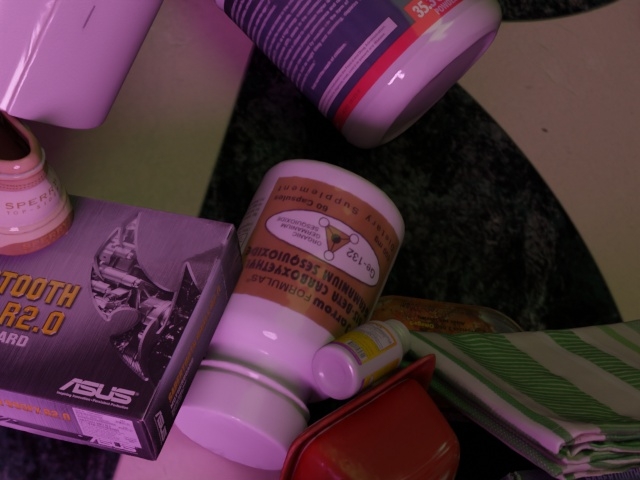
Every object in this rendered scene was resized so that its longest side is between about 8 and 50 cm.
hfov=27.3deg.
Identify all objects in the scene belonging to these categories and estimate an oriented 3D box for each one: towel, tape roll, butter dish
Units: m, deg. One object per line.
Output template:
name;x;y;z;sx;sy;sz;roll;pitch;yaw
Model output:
towel;0.246;0.115;1.092;0.325;0.038;0.248;-2;18;-31
tape roll;-0.242;-0.217;1.020;0.246;0.169;0.246;27;13;-7
butter dish;0.049;0.192;0.996;0.160;0.160;0.118;-27;56;-36

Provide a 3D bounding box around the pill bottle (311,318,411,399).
pill bottle;0.034;0.087;0.999;0.083;0.043;0.043;-24;73;-48

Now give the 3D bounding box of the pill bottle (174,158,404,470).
pill bottle;-0.028;0.060;1.063;0.131;0.131;0.229;28;63;-8

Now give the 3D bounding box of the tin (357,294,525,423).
tin;0.107;0.108;1.167;0.189;0.040;0.106;9;54;-22

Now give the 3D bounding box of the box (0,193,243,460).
box;-0.195;0.051;0.974;0.231;0.056;0.183;11;52;16

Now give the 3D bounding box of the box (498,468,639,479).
box;0.208;0.229;1.050;0.232;0.183;0.059;-2;62;-26

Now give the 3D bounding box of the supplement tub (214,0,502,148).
supplement tub;0.017;-0.239;1.235;0.272;0.191;0.191;47;52;5

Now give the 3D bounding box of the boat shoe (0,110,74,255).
boat shoe;-0.292;-0.100;1.013;0.285;0.089;0.104;34;55;27
